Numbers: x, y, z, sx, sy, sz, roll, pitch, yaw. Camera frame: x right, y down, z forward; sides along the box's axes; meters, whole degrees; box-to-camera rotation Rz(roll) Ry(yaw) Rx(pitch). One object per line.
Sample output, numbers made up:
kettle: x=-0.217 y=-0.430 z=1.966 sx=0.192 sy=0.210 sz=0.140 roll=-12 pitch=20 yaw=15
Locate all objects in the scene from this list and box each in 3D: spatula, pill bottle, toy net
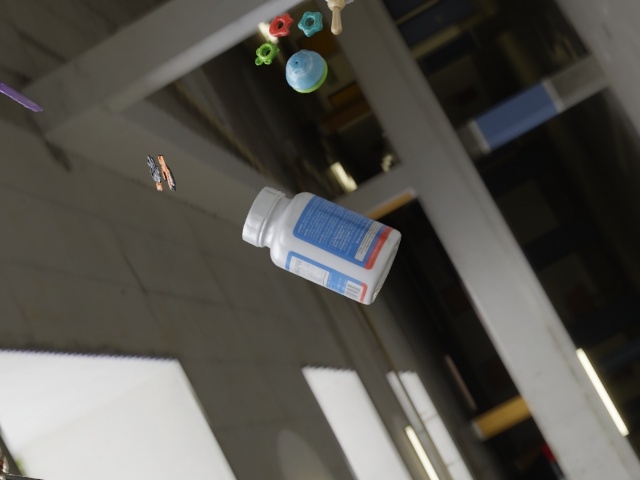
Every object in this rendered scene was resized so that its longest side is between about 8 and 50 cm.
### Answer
spatula: x=-0.560 y=-0.307 z=1.951 sx=0.296 sy=0.030 sz=0.084 roll=47 pitch=-175 yaw=-5
pill bottle: x=0.000 y=0.000 z=1.853 sx=0.221 sy=0.124 sz=0.124 roll=24 pitch=-177 yaw=8
toy net: x=-0.002 y=-0.357 z=1.959 sx=0.122 sy=0.232 sz=0.045 roll=34 pitch=180 yaw=31

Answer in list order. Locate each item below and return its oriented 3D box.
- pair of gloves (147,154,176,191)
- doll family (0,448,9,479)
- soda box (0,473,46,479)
pair of gloves: x=-0.301 y=-0.128 z=2.314 sx=0.083 sy=0.010 sz=0.074 roll=6 pitch=119 yaw=56
doll family: x=-0.585 y=0.379 z=2.016 sx=0.076 sy=0.111 sz=0.193 roll=67 pitch=155 yaw=17
soda box: x=-0.616 y=0.500 z=2.443 sx=0.060 sy=0.053 sz=0.169 roll=8 pitch=170 yaw=45
